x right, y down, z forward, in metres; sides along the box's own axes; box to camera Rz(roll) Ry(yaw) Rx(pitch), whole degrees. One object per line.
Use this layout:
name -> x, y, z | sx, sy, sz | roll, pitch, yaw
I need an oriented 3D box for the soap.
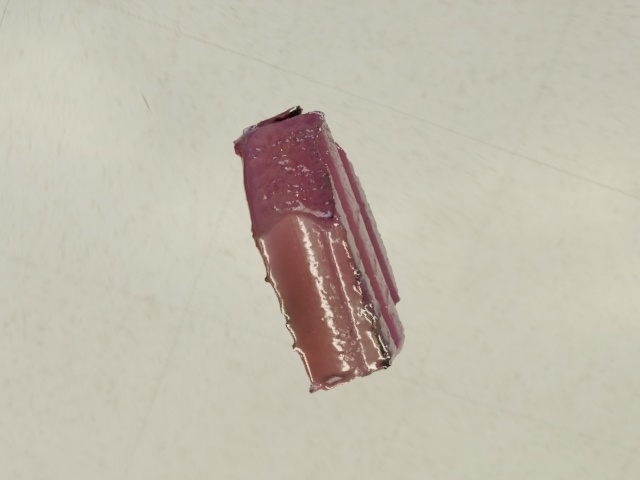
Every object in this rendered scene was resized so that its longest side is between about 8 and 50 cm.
soap -> 0.000, 0.000, 1.602 | 0.112, 0.182, 0.289 | -18, 95, 9
